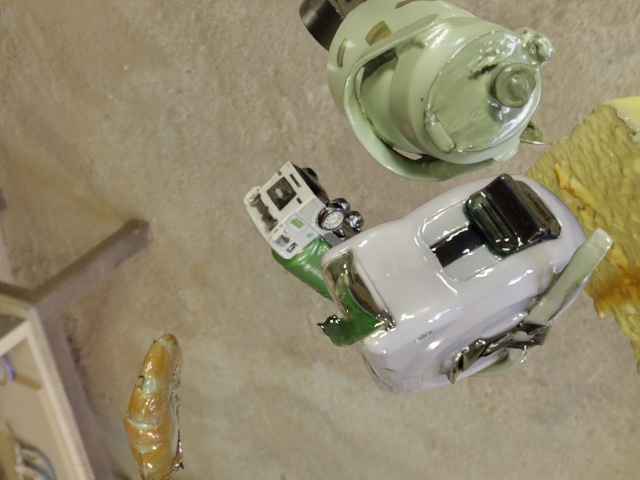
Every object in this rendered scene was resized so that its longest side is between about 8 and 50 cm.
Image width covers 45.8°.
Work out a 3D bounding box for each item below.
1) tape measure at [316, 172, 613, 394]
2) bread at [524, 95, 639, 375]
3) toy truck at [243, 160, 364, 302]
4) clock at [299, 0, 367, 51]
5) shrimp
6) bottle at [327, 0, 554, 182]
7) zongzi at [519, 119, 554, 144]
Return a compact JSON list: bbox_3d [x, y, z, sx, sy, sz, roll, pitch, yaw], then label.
[{"bbox_3d":[0.100,0.038,0.512,0.105,0.178,0.196,59,-177,27],"label":"tape measure"},{"bbox_3d":[0.461,0.004,0.694,0.242,0.404,0.346,88,167,-72],"label":"bread"},{"bbox_3d":[0.000,0.000,1.048,0.125,0.101,0.242,-40,138,7],"label":"toy truck"},{"bbox_3d":[0.109,-0.317,1.351,0.120,0.276,0.379,-43,53,35],"label":"clock"},{"bbox_3d":[-0.130,0.152,0.621,0.043,0.091,0.184,12,125,2],"label":"shrimp"},{"bbox_3d":[0.139,-0.192,0.961,0.229,0.352,0.229,-5,112,-13],"label":"bottle"},{"bbox_3d":[0.313,-0.197,1.215,0.113,0.104,0.052,9,137,-12],"label":"zongzi"}]
